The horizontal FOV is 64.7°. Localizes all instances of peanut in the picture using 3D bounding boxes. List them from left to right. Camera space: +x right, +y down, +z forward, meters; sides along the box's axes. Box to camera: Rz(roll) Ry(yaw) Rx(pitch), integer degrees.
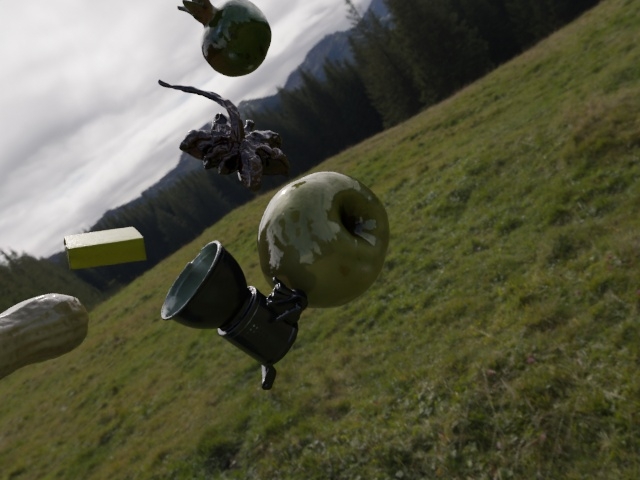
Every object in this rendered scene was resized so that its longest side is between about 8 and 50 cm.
[{"bbox_3d":[-0.527,0.171,0.857,0.256,0.124,0.123,-23,-1,-44],"label":"peanut"}]

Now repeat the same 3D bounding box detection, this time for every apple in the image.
[{"bbox_3d":[0.000,0.000,0.959,0.262,0.262,0.262,-35,12,9],"label":"apple"}]

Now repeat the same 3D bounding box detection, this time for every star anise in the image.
[{"bbox_3d":[-0.119,-0.131,0.602,0.097,0.190,0.070,-57,-7,-34],"label":"star anise"}]

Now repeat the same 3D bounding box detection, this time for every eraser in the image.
[{"bbox_3d":[-0.378,0.013,0.884,0.122,0.045,0.097,-10,19,-30],"label":"eraser"}]

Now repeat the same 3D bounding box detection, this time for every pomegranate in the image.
[{"bbox_3d":[-0.224,-0.495,1.180,0.181,0.224,0.182,-34,39,32],"label":"pomegranate"}]

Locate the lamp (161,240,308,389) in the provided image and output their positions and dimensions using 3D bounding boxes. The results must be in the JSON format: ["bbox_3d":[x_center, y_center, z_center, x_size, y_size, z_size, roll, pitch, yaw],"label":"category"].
[{"bbox_3d":[-0.119,0.119,0.832,0.172,0.227,0.147,-46,24,12],"label":"lamp"}]
